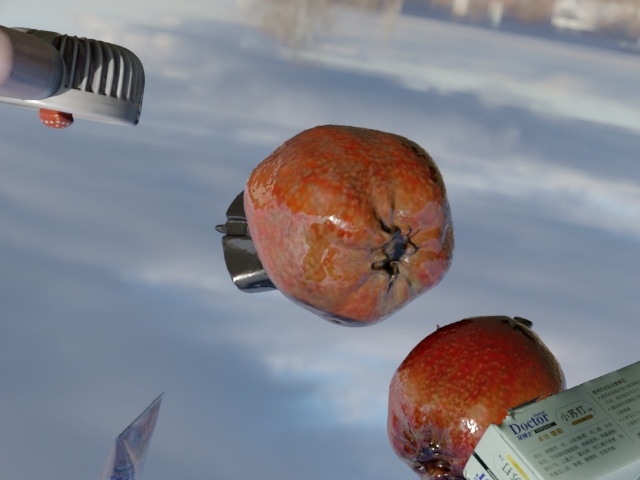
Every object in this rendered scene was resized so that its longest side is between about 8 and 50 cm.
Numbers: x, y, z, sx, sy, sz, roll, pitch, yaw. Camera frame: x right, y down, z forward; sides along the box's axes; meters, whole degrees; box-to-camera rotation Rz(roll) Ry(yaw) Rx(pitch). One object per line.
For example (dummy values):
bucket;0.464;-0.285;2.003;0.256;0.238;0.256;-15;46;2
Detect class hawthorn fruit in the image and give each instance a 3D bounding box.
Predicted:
hawthorn fruit;0.153;0.146;1.726;0.169;0.169;0.188;16;-130;40
hawthorn fruit;0.020;-0.033;1.975;0.211;0.210;0.262;6;-156;-27

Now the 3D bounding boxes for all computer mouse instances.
computer mouse;0.000;0.000;2.283;0.264;0.147;0.088;6;166;4

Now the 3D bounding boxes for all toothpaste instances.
toothpaste;-0.190;0.211;1.857;0.043;0.067;0.194;41;150;10
toothpaste;0.254;0.146;1.481;0.313;0.071;0.089;-16;-126;-38

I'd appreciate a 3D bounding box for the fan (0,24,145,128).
fan;-0.220;-0.127;1.437;0.130;0.074;0.244;11;-179;15
